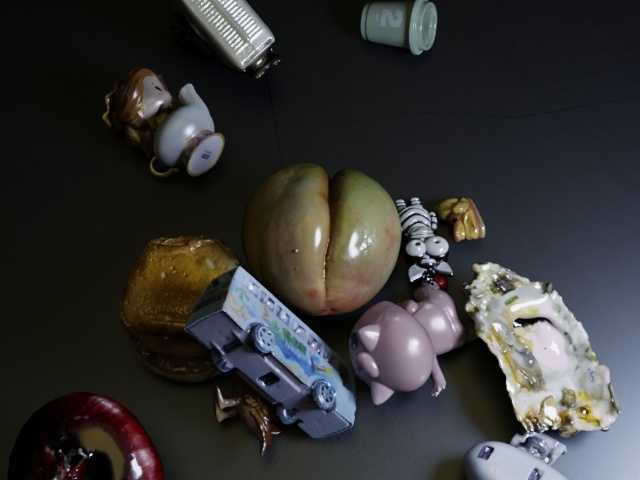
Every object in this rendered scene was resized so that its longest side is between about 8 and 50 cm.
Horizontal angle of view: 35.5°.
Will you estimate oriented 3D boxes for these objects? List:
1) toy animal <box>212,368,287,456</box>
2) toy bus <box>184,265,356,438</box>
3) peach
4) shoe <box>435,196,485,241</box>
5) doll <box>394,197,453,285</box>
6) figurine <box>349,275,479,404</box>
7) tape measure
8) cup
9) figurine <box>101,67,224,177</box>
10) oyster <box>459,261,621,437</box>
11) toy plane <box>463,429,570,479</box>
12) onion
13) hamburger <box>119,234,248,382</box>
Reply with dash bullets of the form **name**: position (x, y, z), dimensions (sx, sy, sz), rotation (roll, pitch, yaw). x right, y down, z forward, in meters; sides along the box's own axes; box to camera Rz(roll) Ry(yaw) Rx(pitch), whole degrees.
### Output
- **toy animal**: position (-0.093, 0.282, 1.738), dimensions (0.179, 0.089, 0.188), rotation (-11, 57, -19)
- **toy bus**: position (-0.071, 0.192, 1.668), dimensions (0.109, 0.329, 0.136), rotation (-28, 30, 33)
- **peach**: position (0.001, 0.000, 1.782), dimensions (0.292, 0.247, 0.292), rotation (7, 66, -16)
- **shoe**: position (0.264, -0.043, 1.879), dimensions (0.069, 0.072, 0.109), rotation (-18, 64, -11)
- **doll**: position (0.184, -0.003, 1.845), dimensions (0.091, 0.067, 0.219), rotation (-6, 44, -8)
- **figurine**: position (0.161, 0.172, 1.756), dimensions (0.287, 0.186, 0.176), rotation (-32, 104, -33)
- **tape measure**: position (-0.218, -0.442, 2.040), dimensions (0.133, 0.231, 0.271), rotation (-46, 107, -6)
- **cup**: position (0.161, -0.451, 2.072), dimensions (0.141, 0.120, 0.120), rotation (12, 64, 22)
- **figurine**: position (-0.318, -0.238, 1.975), dimensions (0.263, 0.142, 0.190), rotation (37, 94, 20)
- **oyster**: position (0.371, 0.188, 1.732), dimensions (0.201, 0.107, 0.355), rotation (-17, 70, -17)
- **toy plane**: position (0.342, 0.416, 1.628), dimensions (0.244, 0.118, 0.245), rotation (3, 48, -3)
- **onion**: position (-0.392, 0.380, 1.603), dimensions (0.272, 0.285, 0.273), rotation (-1, 84, 12)
- **hamburger**: position (-0.238, 0.120, 1.782), dimensions (0.244, 0.163, 0.245), rotation (-4, 57, 6)
